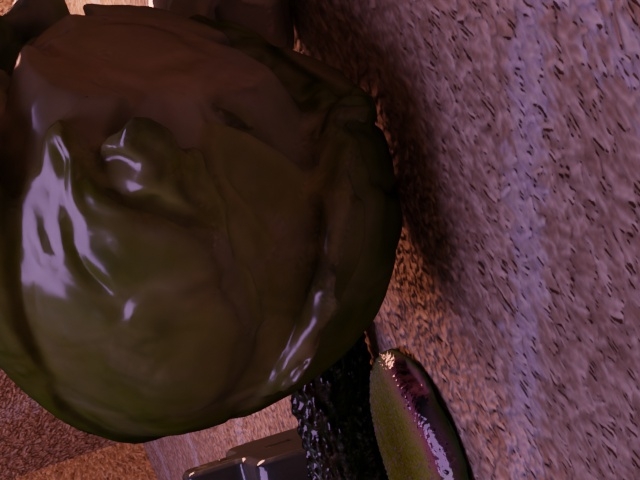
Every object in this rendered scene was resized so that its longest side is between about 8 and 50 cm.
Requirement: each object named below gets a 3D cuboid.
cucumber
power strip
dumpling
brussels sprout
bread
[{"bbox_3d":[0.030,0.232,1.672,0.096,0.096,0.359,-132,26,-60],"label":"cucumber"},{"bbox_3d":[-0.066,0.273,1.890,0.265,0.193,0.059,164,91,-77],"label":"power strip"},{"bbox_3d":[-0.092,-0.226,1.502,0.162,0.132,0.250,57,177,22],"label":"dumpling"},{"bbox_3d":[-0.156,-0.004,1.356,0.342,0.425,0.361,-51,-25,-59],"label":"brussels sprout"},{"bbox_3d":[0.094,0.213,1.513,0.228,0.033,0.228,163,90,-75],"label":"bread"}]
